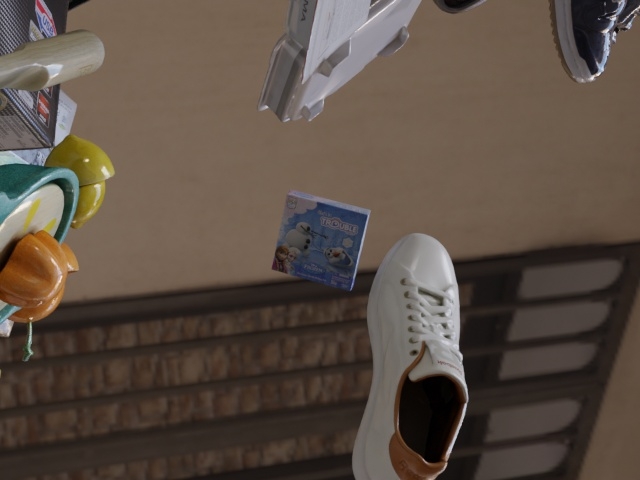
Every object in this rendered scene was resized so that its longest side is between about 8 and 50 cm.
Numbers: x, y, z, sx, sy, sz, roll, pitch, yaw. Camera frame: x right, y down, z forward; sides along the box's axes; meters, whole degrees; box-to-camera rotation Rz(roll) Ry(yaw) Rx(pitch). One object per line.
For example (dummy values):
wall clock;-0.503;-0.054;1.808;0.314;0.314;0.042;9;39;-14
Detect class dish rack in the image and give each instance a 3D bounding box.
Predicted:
dish rack;0.048;-0.281;1.638;0.072;0.285;0.333;48;-14;2

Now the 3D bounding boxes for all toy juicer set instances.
toy juicer set;-0.186;-0.014;0.786;0.209;0.089;0.329;-51;170;-45

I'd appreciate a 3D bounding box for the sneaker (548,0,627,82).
sneaker;0.302;-0.290;1.152;0.099;0.153;0.282;-50;137;-57

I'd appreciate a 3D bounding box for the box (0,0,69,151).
box;-0.259;-0.218;0.868;0.270;0.060;0.216;67;22;-66

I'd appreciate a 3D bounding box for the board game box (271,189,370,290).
board game box;0.000;0.000;1.272;0.020;0.090;0.090;-57;161;-70

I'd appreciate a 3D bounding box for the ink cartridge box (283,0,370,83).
ink cartridge box;0.006;-0.220;0.777;0.232;0.066;0.189;-50;154;-65

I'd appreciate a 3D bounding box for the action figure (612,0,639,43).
action figure;0.367;-0.383;1.407;0.330;0.178;0.341;46;-72;25

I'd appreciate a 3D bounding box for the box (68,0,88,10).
box;-0.260;-0.317;1.162;0.220;0.051;0.175;-3;-60;57

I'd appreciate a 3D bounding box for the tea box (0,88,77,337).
tea box;-0.527;-0.078;1.456;0.220;0.329;0.323;44;56;-68

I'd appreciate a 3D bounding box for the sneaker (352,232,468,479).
sneaker;0.112;0.112;1.190;0.123;0.106;0.290;-39;-143;54

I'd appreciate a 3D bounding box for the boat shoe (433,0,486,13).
boat shoe;0.311;-0.457;1.810;0.112;0.335;0.095;48;19;-15
